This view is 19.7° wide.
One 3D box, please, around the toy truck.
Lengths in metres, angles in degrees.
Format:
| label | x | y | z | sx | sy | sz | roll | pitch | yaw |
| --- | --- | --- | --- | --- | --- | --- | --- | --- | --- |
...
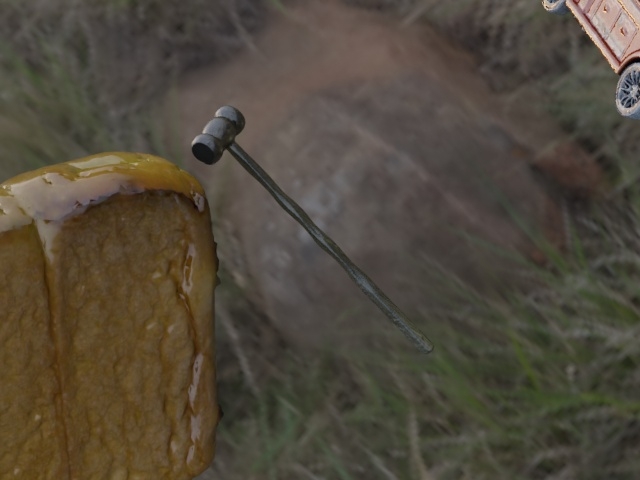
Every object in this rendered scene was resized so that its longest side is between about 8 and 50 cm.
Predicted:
| label | x | y | z | sx | sy | sz | roll | pitch | yaw |
| --- | --- | --- | --- | --- | --- | --- | --- | --- | --- |
| toy truck | 0.276 | -0.180 | 1.475 | 0.114 | 0.107 | 0.252 | -63 | 29 | 29 |

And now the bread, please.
| label | x | y | z | sx | sy | sz | roll | pitch | yaw |
| --- | --- | --- | --- | --- | --- | --- | --- | --- | --- |
| bread | -0.246 | 0.097 | 1.550 | 0.328 | 0.337 | 0.148 | -23 | 34 | -32 |

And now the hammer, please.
| label | x | y | z | sx | sy | sz | roll | pitch | yaw |
| --- | --- | --- | --- | --- | --- | --- | --- | --- | --- |
| hammer | 0.000 | 0.000 | 1.632 | 0.029 | 0.292 | 0.058 | -30 | 19 | 46 |
